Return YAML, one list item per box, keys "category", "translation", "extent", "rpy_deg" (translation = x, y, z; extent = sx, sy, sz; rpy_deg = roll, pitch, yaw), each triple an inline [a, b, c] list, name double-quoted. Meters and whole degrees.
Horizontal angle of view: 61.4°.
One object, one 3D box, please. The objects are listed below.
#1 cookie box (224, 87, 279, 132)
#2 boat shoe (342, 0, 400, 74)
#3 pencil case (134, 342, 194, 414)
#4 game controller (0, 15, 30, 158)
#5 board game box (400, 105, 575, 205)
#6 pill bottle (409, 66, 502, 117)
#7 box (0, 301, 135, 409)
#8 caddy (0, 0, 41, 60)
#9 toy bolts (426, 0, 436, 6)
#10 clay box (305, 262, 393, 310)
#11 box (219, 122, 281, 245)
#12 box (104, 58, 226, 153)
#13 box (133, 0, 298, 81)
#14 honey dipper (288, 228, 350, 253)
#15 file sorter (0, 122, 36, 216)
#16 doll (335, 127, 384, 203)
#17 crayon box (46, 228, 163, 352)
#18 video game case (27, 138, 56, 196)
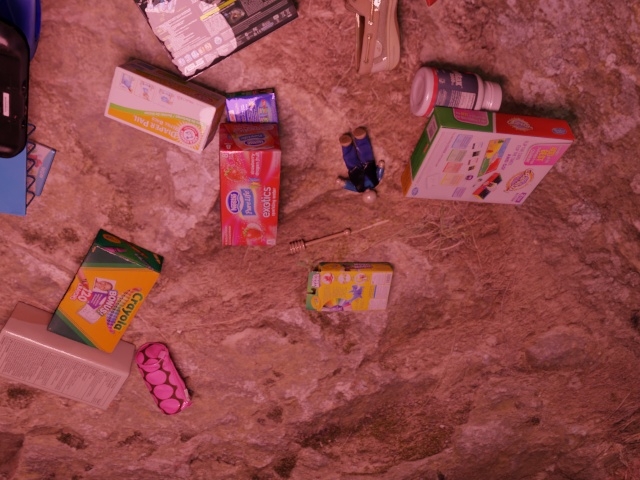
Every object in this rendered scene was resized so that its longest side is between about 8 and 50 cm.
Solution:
- category: "cookie box"
  translation: [-0.149, -0.278, 1.177]
  extent: [0.107, 0.040, 0.092]
  rpy_deg: [-8, 120, -5]
- category: "boat shoe"
  translation: [0.096, -0.482, 1.073]
  extent: [0.098, 0.109, 0.302]
  rpy_deg: [-13, 126, -4]
- category: "pencil case"
  translation: [-0.421, 0.375, 1.464]
  extent: [0.098, 0.095, 0.209]
  rpy_deg: [4, 127, 29]
- category: "game controller"
  translation: [-0.580, -0.255, 0.900]
  extent: [0.166, 0.067, 0.319]
  rpy_deg: [7, 147, -26]
- category: "board game box"
  translation: [0.375, -0.186, 1.250]
  extent: [0.316, 0.064, 0.242]
  rpy_deg: [3, 146, -12]
- category: "pill bottle"
  translation: [0.300, -0.321, 1.195]
  extent: [0.180, 0.108, 0.108]
  rpy_deg: [3, 118, -13]
- category: "box"
  translation: [-0.648, 0.294, 1.360]
  extent: [0.311, 0.121, 0.148]
  rpy_deg: [29, 110, -23]
- category: "caddy"
  translation: [-0.564, -0.452, 0.878]
  extent: [0.179, 0.241, 0.341]
  rpy_deg: [3, 138, -4]
- category: "toy bolts"
  translation: [0.237, -0.571, 1.007]
  extent: [0.158, 0.218, 0.228]
  rpy_deg: [-32, 137, 2]
- category: "clay box"
  translation: [0.072, 0.123, 1.432]
  extent: [0.222, 0.053, 0.127]
  rpy_deg: [1, 118, -9]
- category: "box"
  translation: [-0.158, -0.119, 1.192]
  extent: [0.128, 0.123, 0.257]
  rpy_deg: [0, 130, -10]
- category: "box"
  translation: [-0.308, -0.272, 1.091]
  extent: [0.203, 0.114, 0.103]
  rpy_deg: [21, 114, -9]
- category: "box"
  translation: [-0.208, -0.473, 1.049]
  extent: [0.270, 0.060, 0.216]
  rpy_deg: [-28, 119, 5]
- category: "honey dipper"
  translation: [0.000, 0.000, 1.365]
  extent: [0.160, 0.030, 0.030]
  rpy_deg: [-15, 120, -3]
- category: "file sorter"
  translation: [-0.651, -0.155, 1.102]
  extent: [0.118, 0.104, 0.170]
  rpy_deg: [9, 117, -14]
- category: "doll"
  translation: [0.094, -0.166, 1.279]
  extent: [0.129, 0.046, 0.189]
  rpy_deg: [-27, 127, -6]
- category: "crayon box"
  translation: [-0.523, 0.129, 1.313]
  extent: [0.165, 0.081, 0.278]
  rpy_deg: [28, 111, -22]
- category: "video game case"
  translation: [-0.671, -0.177, 1.157]
  extent: [0.166, 0.015, 0.119]
  rpy_deg: [23, 112, -21]
